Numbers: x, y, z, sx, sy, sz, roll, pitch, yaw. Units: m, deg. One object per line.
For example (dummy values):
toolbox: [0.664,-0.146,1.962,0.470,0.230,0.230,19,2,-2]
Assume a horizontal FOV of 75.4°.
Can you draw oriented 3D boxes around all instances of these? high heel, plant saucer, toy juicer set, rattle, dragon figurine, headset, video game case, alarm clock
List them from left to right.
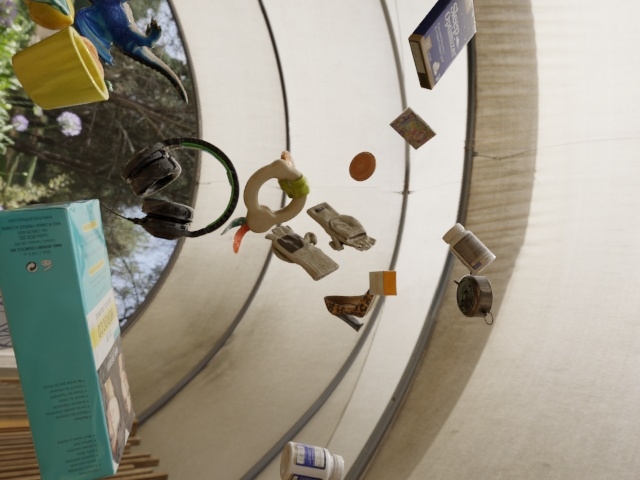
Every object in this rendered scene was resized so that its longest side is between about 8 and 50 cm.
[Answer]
toy juicer set: [-0.298,-0.301,0.415,0.209,0.089,0.329,-132,-159,-65]
dragon figurine: [-0.345,-0.340,0.676,0.144,0.289,0.085,-36,-142,-17]
headset: [-0.388,-0.108,0.977,0.185,0.393,0.244,179,-106,-78]
rattle: [-0.125,-0.086,0.834,0.200,0.130,0.143,-48,-127,15]
high heel: [0.109,0.208,1.534,0.186,0.093,0.261,36,-49,18]
plant saucer: [0.110,-0.198,1.104,0.083,0.013,0.084,-12,-110,34]
video game case: [0.283,-0.342,1.271,0.087,0.122,0.011,-35,-157,46]
alarm clock: [0.462,0.178,1.234,0.192,0.064,0.130,-109,-156,-56]

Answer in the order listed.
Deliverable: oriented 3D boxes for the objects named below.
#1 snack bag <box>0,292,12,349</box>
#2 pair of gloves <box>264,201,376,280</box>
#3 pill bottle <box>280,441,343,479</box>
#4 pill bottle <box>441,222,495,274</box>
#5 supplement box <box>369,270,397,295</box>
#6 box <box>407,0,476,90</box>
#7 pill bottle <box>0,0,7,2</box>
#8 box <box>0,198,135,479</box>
snack bag: [-0.578,0.112,0.639,0.323,0.342,0.037,-51,-122,41]
pair of gloves: [0.000,0.000,1.025,0.204,0.240,0.042,32,-44,29]
pill bottle: [-0.027,0.721,1.330,0.112,0.186,0.112,-162,-90,-77]
pill bottle: [0.409,0.022,1.154,0.137,0.078,0.078,51,-58,19]
supplement box: [0.157,0.108,1.046,0.098,0.036,0.062,162,-72,-74]
box: [0.278,-0.460,0.898,0.036,0.136,0.225,29,-101,35]
pill bottle: [-0.431,-0.330,0.461,0.121,0.221,0.121,25,-49,33]
box: [-0.231,0.087,0.388,0.100,0.060,0.245,-147,-128,-73]
